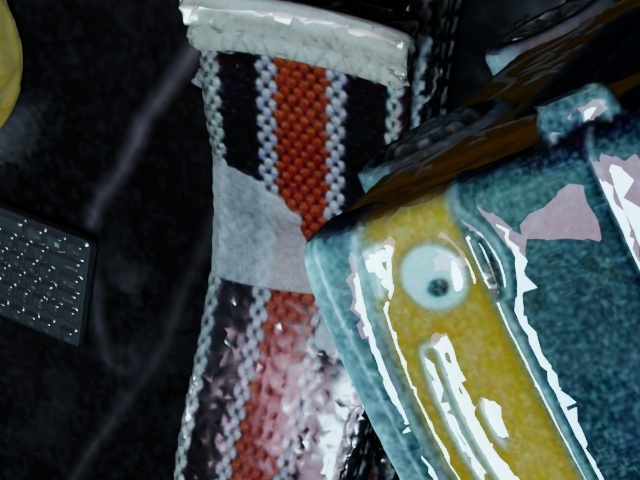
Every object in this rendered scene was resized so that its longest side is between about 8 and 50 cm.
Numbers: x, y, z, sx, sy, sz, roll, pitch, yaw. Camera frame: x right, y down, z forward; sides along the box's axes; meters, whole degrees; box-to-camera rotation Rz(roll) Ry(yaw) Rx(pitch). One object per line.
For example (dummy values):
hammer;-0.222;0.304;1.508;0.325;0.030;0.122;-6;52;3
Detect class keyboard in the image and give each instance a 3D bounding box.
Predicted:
keyboard;-0.202;-0.008;0.860;0.204;0.013;0.061;20;119;18

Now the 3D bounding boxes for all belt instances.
belt;0.000;0.000;0.705;0.094;0.126;0.359;13;124;11

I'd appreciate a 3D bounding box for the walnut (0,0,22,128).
walnut;-0.193;-0.075;0.803;0.091;0.052;0.121;49;126;-4

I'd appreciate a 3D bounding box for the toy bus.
toy bus;0.124;-0.013;0.534;0.167;0.275;0.138;-21;101;31
